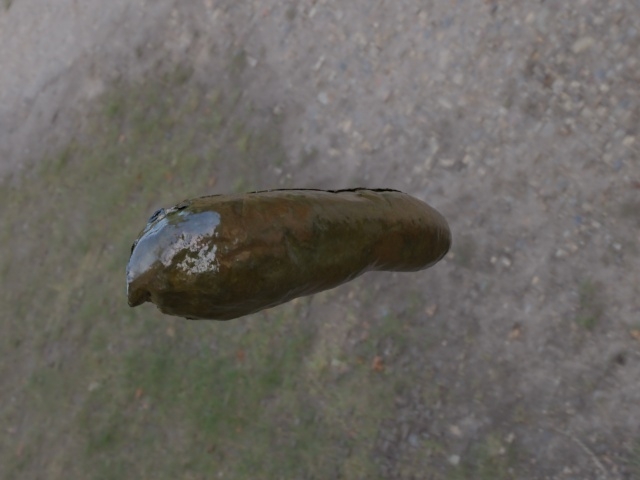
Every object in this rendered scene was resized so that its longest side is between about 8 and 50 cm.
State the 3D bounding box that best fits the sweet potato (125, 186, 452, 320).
[{"bbox_3d":[0.000,0.000,0.690,0.075,0.273,0.075,7,101,43],"label":"sweet potato"}]
